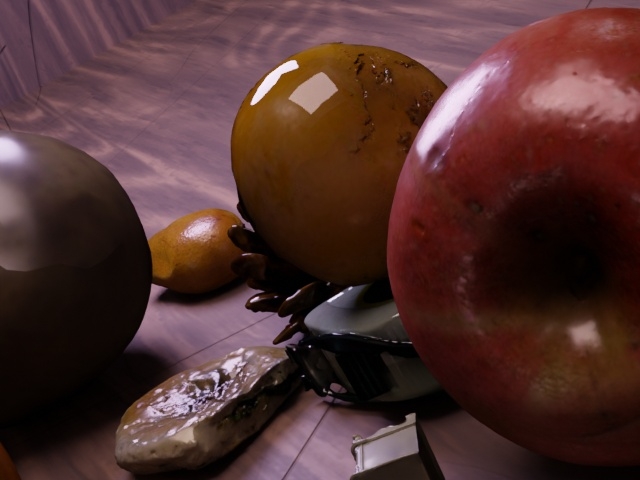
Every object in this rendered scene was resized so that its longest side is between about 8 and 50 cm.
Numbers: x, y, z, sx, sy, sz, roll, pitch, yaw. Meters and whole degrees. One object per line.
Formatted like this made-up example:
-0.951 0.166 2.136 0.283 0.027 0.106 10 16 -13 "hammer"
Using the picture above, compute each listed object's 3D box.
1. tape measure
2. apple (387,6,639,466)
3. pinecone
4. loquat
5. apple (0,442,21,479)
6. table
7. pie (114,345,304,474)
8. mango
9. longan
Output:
0.094 0.086 1.785 0.235 0.115 0.207 -32 15 -5 "tape measure"
0.238 -0.007 1.491 0.364 0.364 0.364 -23 20 9 "apple"
-0.001 -0.003 1.994 0.202 0.201 0.229 -12 -6 -11 "pinecone"
0.031 -0.071 1.773 0.235 0.235 0.235 -23 20 9 "loquat"
-0.432 0.263 1.700 0.339 0.339 0.339 -23 20 9 "apple"
0.065 0.200 1.574 0.062 0.079 0.083 -21 18 8 "table"
-0.122 0.172 1.916 0.185 0.052 0.218 -12 21 43 "pie"
-0.150 0.013 2.303 0.115 0.089 0.165 -47 24 -25 "mango"
-0.387 0.047 2.133 0.404 0.336 0.404 -11 22 5 "longan"
